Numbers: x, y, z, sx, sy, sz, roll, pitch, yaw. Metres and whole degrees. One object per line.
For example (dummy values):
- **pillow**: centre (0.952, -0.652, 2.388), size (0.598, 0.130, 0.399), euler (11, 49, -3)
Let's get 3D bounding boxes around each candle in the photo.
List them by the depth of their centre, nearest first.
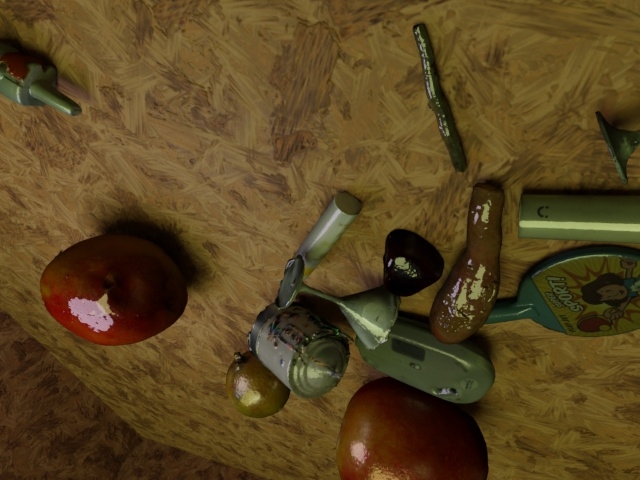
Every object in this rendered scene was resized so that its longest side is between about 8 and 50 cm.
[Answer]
- **candle**: centre (-0.028, 0.269, 1.005), size (0.330, 0.187, 0.187), euler (21, 147, 52)

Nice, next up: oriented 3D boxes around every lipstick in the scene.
- **lipstick**: centre (0.000, 0.000, 0.895), size (0.059, 0.059, 0.264), euler (32, 137, -4)

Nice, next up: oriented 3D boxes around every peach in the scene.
- **peach**: centre (0.233, 0.542, 1.098), size (0.388, 0.388, 0.388), euler (15, 137, 14)
- **peach**: centre (-0.532, 0.128, 1.125), size (0.373, 0.290, 0.372), euler (20, 145, 14)

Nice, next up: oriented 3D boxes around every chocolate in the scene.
- **chocolate**: centre (0.178, 0.063, 0.849), size (0.125, 0.080, 0.148), euler (16, 135, 14)

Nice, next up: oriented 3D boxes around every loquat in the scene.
- **loquat**: centre (-0.205, 0.434, 1.331), size (0.213, 0.213, 0.246), euler (-9, 126, 34)

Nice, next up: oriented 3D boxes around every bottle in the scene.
- **bottle**: centre (0.408, -0.033, 0.638), size (0.202, 0.072, 0.072), euler (3, 133, 25)

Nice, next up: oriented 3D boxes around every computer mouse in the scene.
- **computer mouse**: centre (0.242, 0.270, 1.012), size (0.331, 0.095, 0.197), euler (18, 127, 23)

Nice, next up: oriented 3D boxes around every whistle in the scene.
- **whistle**: centre (-0.601, -0.326, 0.853), size (0.253, 0.101, 0.106), euler (32, 135, -2)

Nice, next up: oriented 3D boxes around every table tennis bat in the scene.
- **table tennis bat**: centre (0.453, 0.109, 0.783), size (0.329, 0.044, 0.215), euler (-21, 120, 38)

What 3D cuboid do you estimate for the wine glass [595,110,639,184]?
- **wine glass**: centre (0.455, -0.151, 0.475), size (0.231, 0.103, 0.103), euler (-21, 120, 36)

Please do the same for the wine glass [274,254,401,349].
- **wine glass**: centre (0.031, 0.125, 0.893), size (0.232, 0.156, 0.156), euler (23, 141, -19)

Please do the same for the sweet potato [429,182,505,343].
- **sweet potato**: centre (0.282, 0.069, 0.787), size (0.109, 0.109, 0.385), euler (16, 130, 13)

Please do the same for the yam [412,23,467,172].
- **yam**: centre (0.176, -0.202, 0.630), size (0.027, 0.029, 0.234), euler (-23, 120, 10)
